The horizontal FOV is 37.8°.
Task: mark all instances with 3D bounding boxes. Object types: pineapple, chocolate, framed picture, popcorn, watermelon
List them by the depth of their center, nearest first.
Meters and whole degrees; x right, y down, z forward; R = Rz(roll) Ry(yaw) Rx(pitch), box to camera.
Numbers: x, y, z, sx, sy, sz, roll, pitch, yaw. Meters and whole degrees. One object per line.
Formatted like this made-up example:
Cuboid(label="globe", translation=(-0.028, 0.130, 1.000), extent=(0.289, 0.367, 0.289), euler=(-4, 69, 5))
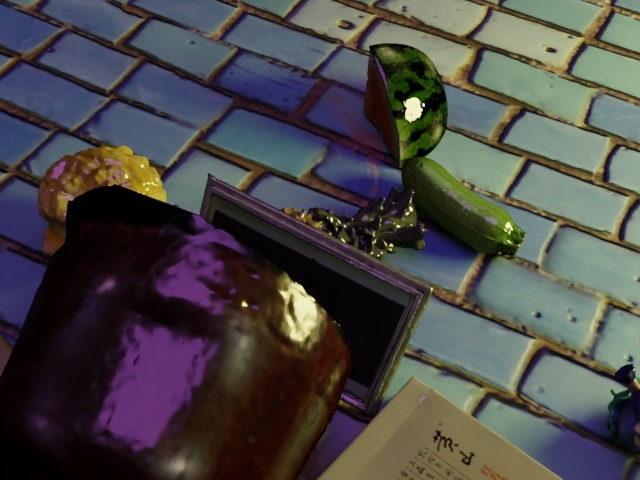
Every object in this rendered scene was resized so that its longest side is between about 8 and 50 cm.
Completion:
Cuboid(label="chocolate", translation=(-0.184, 0.185, 0.992), extent=(0.383, 0.384, 0.331), euler=(24, 67, 16))
Cuboid(label="framed picture", translation=(-0.033, 0.074, 1.120), extent=(0.293, 0.231, 0.018), euler=(27, 39, 10))
Cuboid(label="pineapple", translation=(0.000, 0.000, 1.276), extent=(0.310, 0.141, 0.170), euler=(-19, 28, -27))
Cuboid(label="popcorn", translation=(-0.302, -0.046, 1.283), extent=(0.180, 0.170, 0.180), euler=(14, 39, -12))
Cuboid(label="watermelon", translation=(0.141, -0.207, 1.471), extent=(0.193, 0.137, 0.145), euler=(21, 32, -44))

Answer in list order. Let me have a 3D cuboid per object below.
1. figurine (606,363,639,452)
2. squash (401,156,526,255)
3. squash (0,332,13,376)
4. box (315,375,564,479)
Cuboid(label="figurine", translation=(0.422, 0.240, 1.112), extent=(0.111, 0.102, 0.195), euler=(9, 35, -41))
Cuboid(label="squash", translation=(0.201, -0.048, 1.361), extent=(0.219, 0.068, 0.077), euler=(37, 52, 24))
Cuboid(label="squash", translation=(-0.368, 0.175, 1.113), extent=(0.252, 0.170, 0.093), euler=(20, 8, 15))
Cuboid(label="box", translation=(0.189, 0.327, 1.053), extent=(0.365, 0.051, 0.204), euler=(34, 56, 23))
